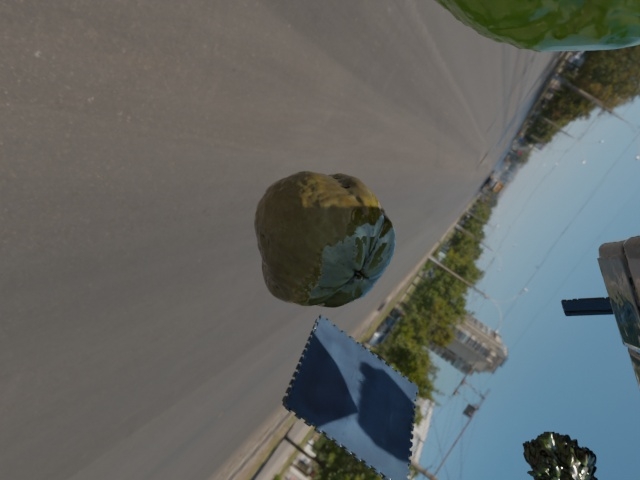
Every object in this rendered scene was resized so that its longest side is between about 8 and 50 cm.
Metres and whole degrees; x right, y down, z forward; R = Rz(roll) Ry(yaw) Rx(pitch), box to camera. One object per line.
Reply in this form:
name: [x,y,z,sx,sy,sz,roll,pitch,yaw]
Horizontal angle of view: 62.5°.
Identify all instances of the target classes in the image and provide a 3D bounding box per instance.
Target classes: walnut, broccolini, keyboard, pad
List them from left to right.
walnut: [0.000,0.000,0.947,0.227,0.283,0.283,35,90,-37]
pad: [0.070,0.285,0.975,0.012,0.269,0.270,-50,-175,29]
broccolini: [0.245,0.278,0.501,0.068,0.091,0.203,-29,-151,29]
keyboard: [0.617,0.136,1.113,0.060,0.195,0.018,54,40,-41]

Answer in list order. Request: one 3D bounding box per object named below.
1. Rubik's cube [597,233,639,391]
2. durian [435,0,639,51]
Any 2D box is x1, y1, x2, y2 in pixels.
Rubik's cube: [0.544,0.111,0.597,0.315,0.314,0.318,-15,174,16]
durian: [0.177,-0.253,0.359,0.339,0.204,0.256,5,-106,53]
